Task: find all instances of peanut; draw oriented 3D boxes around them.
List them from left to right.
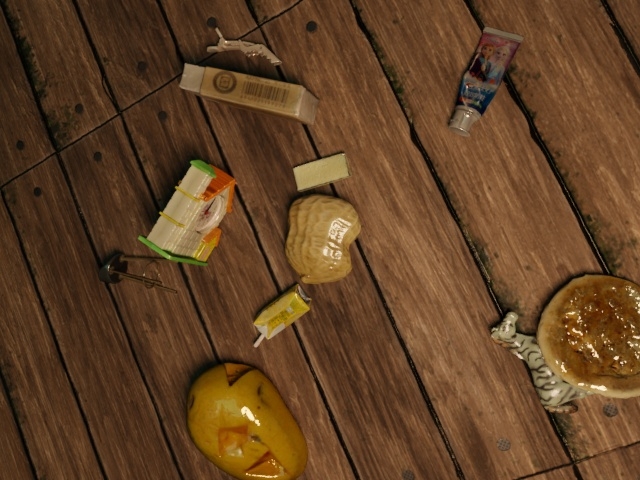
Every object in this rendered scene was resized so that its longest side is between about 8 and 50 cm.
[{"bbox_3d":[0.000,0.000,1.290,0.197,0.110,0.232,11,91,16],"label":"peanut"}]

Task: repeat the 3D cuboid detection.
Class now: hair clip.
[{"bbox_3d":[-0.203,-0.530,1.389,0.226,0.034,0.072,17,94,15],"label":"hair clip"}]

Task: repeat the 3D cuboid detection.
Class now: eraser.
[{"bbox_3d":[-0.183,-0.382,1.326,0.344,0.144,0.078,17,96,15],"label":"eraser"}]

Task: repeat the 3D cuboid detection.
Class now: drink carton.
[{"bbox_3d":[-0.119,0.202,1.340,0.200,0.084,0.074,-37,103,12],"label":"drink carton"}]

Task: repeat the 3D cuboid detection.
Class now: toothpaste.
[{"bbox_3d":[0.385,-0.380,1.212,0.096,0.061,0.266,25,90,16],"label":"toothpaste"}]

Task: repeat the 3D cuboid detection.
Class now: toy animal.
[{"bbox_3d":[0.524,0.259,1.152,0.170,0.090,0.255,-37,72,6],"label":"toy animal"}]

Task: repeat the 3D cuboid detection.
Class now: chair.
[{"bbox_3d":[-0.518,0.087,1.455,0.222,0.104,0.095,6,66,12],"label":"chair"}]

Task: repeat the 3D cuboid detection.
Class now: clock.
[{"bbox_3d":[-0.321,-0.072,1.334,0.106,0.220,0.255,32,91,13],"label":"clock"}]

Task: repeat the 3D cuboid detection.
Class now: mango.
[{"bbox_3d":[-0.188,0.481,1.319,0.365,0.182,0.253,40,98,2],"label":"mango"}]

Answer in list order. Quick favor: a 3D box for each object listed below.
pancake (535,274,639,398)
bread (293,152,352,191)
[{"bbox_3d":[0.610,0.201,1.094,0.283,0.049,0.282,-1,69,4],"label":"pancake"},{"bbox_3d":[0.004,-0.178,1.331,0.154,0.028,0.068,-15,85,17],"label":"bread"}]
